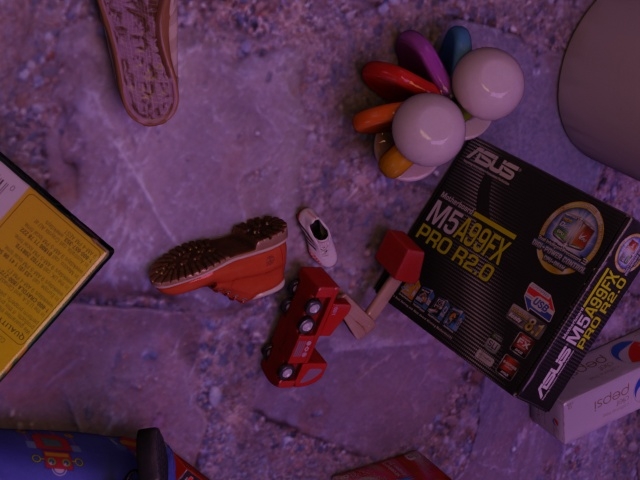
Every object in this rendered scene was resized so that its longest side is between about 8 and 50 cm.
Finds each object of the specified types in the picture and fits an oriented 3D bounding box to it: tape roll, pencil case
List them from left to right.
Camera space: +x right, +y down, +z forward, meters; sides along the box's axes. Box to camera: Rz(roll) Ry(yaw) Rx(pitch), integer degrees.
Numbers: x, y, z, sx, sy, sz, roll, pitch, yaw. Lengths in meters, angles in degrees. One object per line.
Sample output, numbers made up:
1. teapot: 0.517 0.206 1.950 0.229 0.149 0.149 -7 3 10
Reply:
1. pencil case: -0.290 0.251 1.256 0.306 0.119 0.133 11 120 -36
2. tape roll: 0.424 -0.179 1.472 0.246 0.169 0.246 -14 119 -27

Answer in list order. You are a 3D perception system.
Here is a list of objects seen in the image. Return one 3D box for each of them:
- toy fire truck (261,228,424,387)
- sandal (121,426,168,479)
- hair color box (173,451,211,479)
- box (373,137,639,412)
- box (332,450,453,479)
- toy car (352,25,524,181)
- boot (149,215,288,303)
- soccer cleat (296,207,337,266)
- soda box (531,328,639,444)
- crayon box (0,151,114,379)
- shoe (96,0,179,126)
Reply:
1. toy fire truck: 0.024 0.078 1.402 0.135 0.047 0.192 3 120 -36
2. sandal: -0.178 0.303 1.221 0.054 0.097 0.254 3 109 -6
3. hair color box: -0.138 0.306 1.423 0.072 0.043 0.141 -49 129 -5
4. box: 0.201 0.027 1.365 0.060 0.270 0.216 28 96 -39
5. box: 0.128 0.369 1.484 0.128 0.257 0.122 -11 115 -28
6. toy car: 0.113 -0.153 1.323 0.182 0.159 0.136 -38 90 -11
7. boot: -0.102 0.038 1.315 0.158 0.059 0.084 -18 125 -26
8. soccer cleat: 0.000 0.000 1.372 0.029 0.035 0.083 -35 125 -14
9. soda box: 0.384 0.188 1.676 0.216 0.074 0.069 -21 121 -23
10. crayon box: -0.359 0.063 1.092 0.202 0.081 0.318 42 86 -5
11. shoe: -0.169 -0.216 1.161 0.076 0.058 0.219 -5 111 -9
